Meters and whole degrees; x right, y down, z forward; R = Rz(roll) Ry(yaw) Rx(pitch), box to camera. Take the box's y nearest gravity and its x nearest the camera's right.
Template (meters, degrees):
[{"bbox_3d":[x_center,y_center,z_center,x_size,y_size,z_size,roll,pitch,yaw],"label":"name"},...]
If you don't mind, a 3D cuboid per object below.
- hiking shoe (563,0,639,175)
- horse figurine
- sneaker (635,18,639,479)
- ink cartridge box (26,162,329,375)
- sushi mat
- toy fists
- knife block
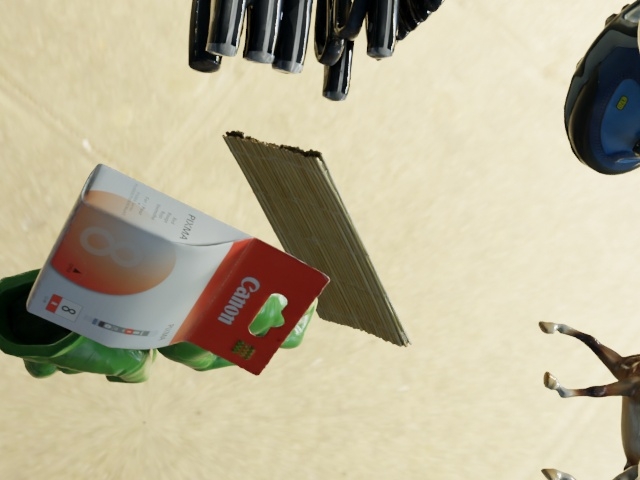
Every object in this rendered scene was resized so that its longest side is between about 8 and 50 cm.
[{"bbox_3d":[0.270,-0.108,1.057,0.113,0.304,0.132,14,54,-35],"label":"hiking shoe"},{"bbox_3d":[0.274,0.178,1.501,0.174,0.066,0.263,7,80,-13],"label":"horse figurine"},{"bbox_3d":[0.124,0.061,0.517,0.161,0.102,0.282,-23,92,2],"label":"sneaker"},{"bbox_3d":[-0.104,0.037,1.184,0.179,0.145,0.045,28,48,-7],"label":"ink cartridge box"},{"bbox_3d":[0.000,0.000,1.935,0.019,0.151,0.317,-48,134,-24],"label":"sushi mat"},{"bbox_3d":[-0.141,0.067,1.437,0.279,0.142,0.096,-10,79,15],"label":"toy fists"},{"bbox_3d":[-0.026,-0.217,0.890,0.242,0.088,0.276,-37,91,-28],"label":"knife block"}]
